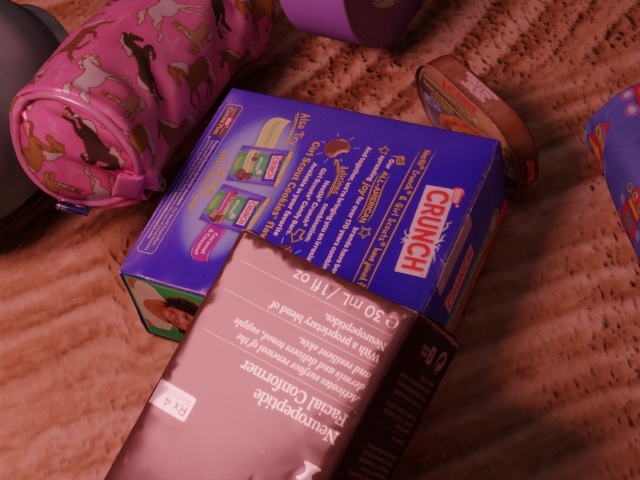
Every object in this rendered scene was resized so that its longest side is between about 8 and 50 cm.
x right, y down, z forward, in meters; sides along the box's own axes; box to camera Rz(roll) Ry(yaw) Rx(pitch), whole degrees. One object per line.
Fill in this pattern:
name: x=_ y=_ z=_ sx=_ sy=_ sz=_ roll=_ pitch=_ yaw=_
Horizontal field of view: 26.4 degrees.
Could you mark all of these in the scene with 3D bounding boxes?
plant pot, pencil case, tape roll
plant pot: x=-0.389 y=-0.164 z=1.546 sx=0.293 sy=0.293 sz=0.196 roll=31 pitch=39 yaw=31
pencil case: x=0.361 y=-0.023 z=1.329 sx=0.133 sy=0.119 sz=0.306 roll=-2 pitch=49 yaw=-14
pencil case: x=-0.184 y=-0.190 z=1.505 sx=0.160 sy=0.167 sz=0.386 roll=0 pitch=36 yaw=25
tape roll: x=0.051 y=-0.365 z=1.567 sx=0.090 sy=0.275 sz=0.275 roll=17 pitch=59 yaw=25

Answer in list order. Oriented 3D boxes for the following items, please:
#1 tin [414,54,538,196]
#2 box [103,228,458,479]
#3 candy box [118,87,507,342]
tin: x=0.167 y=-0.126 z=1.463 sx=0.040 sy=0.106 sz=0.190 roll=-32 pitch=53 yaw=-11
box: x=-0.062 y=0.203 z=1.172 sx=0.191 sy=0.143 sz=0.381 roll=25 pitch=84 yaw=26
candy box: x=0.000 y=0.000 z=1.398 sx=0.317 sy=0.122 sz=0.268 roll=14 pitch=57 yaw=25
